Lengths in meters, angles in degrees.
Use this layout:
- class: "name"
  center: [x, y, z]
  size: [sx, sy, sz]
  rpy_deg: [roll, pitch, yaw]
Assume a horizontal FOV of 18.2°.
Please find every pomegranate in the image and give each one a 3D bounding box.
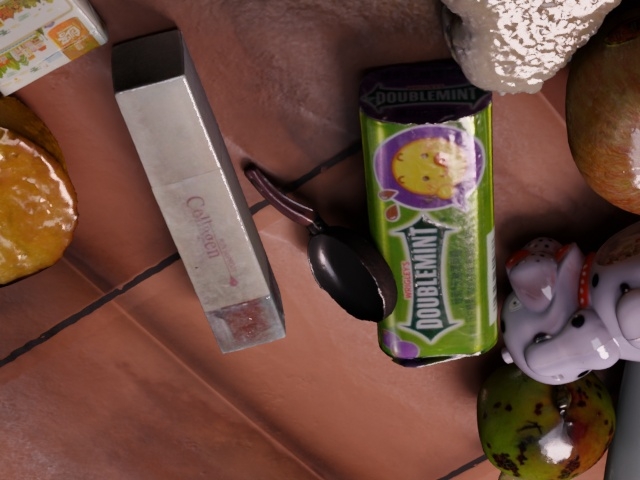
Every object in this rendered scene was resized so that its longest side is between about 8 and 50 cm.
- class: "pomegranate"
  center: [0.252, 0.222, 2.247]
  size: [0.156, 0.156, 0.220]
  rpy_deg: [-7, 130, -2]

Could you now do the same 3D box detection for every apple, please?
- class: "apple"
  center: [0.334, -0.126, 1.906]
  size: [0.211, 0.188, 0.211]
  rpy_deg: [-2, 124, -4]

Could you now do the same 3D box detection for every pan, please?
- class: "pan"
  center: [0.002, -0.002, 2.041]
  size: [0.212, 0.040, 0.115]
  rpy_deg: [49, 153, -9]

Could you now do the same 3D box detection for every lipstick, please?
- class: "lipstick"
  center: [-0.118, -0.041, 1.993]
  size: [0.076, 0.080, 0.371]
  rpy_deg: [-14, 134, 6]

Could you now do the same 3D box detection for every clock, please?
- class: "clock"
  center: [0.299, 0.068, 2.114]
  size: [0.254, 0.189, 0.189]
  rpy_deg: [-18, 134, 26]

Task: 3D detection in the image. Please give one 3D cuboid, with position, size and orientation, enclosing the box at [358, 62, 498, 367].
- class: "box"
  center: [0.113, -0.019, 2.036]
  size: [0.134, 0.097, 0.346]
  rpy_deg: [-4, 134, 1]

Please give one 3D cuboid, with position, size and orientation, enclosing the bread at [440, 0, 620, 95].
- class: "bread"
  center: [0.203, -0.281, 1.808]
  size: [0.183, 0.102, 0.337]
  rpy_deg: [23, 128, -22]

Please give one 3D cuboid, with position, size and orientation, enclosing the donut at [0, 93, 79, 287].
- class: "donut"
  center: [-0.361, -0.043, 1.930]
  size: [0.253, 0.118, 0.253]
  rpy_deg: [-6, 133, -7]

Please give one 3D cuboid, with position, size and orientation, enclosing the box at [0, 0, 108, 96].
- class: "box"
  center: [-0.302, -0.235, 1.817]
  size: [0.122, 0.032, 0.220]
  rpy_deg: [-26, 130, 15]

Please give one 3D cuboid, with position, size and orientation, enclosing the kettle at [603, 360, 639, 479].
- class: "kettle"
  center: [0.427, 0.200, 2.230]
  size: [0.210, 0.160, 0.243]
  rpy_deg: [15, 126, 22]
